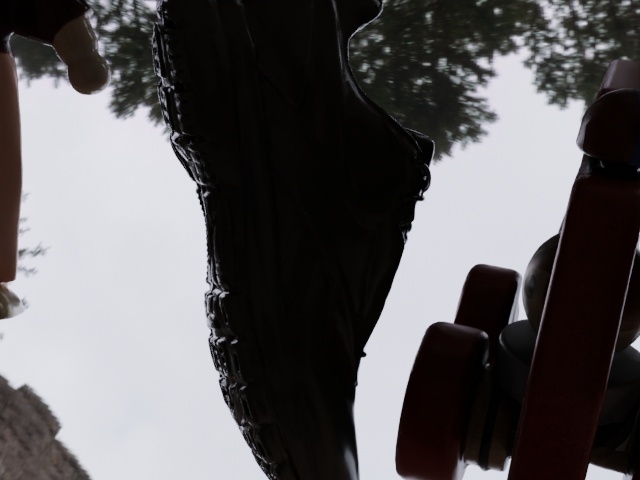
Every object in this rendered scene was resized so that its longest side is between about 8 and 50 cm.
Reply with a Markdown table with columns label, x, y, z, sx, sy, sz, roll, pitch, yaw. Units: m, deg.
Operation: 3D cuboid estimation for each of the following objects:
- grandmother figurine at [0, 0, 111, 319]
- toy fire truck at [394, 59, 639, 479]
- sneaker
| label | x | y | z | sx | sy | sz | roll | pitch | yaw |
| --- | --- | --- | --- | --- | --- | --- | --- | --- | --- |
| grandmother figurine | -0.239 | -0.122 | 0.652 | 0.207 | 0.104 | 0.343 | 0 | -88 | -3 |
| toy fire truck | 0.163 | 0.024 | 0.621 | 0.169 | 0.302 | 0.254 | 11 | -71 | 17 |
| sneaker | 0.000 | 0.000 | 0.502 | 0.130 | 0.109 | 0.286 | -11 | -81 | -14 |
